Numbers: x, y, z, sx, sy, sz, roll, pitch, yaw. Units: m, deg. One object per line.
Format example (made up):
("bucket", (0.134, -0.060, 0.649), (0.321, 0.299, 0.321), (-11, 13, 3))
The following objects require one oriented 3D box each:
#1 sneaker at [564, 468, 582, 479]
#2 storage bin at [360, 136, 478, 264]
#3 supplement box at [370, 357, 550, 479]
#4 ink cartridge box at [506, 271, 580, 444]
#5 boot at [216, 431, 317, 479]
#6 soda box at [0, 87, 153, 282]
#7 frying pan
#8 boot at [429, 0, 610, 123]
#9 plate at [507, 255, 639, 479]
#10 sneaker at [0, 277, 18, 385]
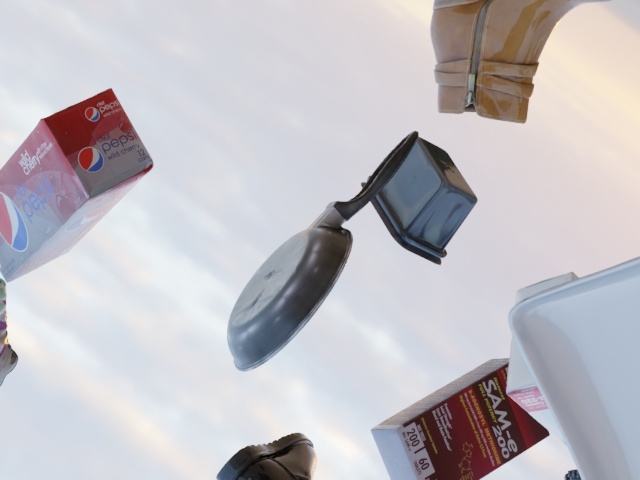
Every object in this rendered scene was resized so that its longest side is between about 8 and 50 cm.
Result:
("sneaker", (0.364, 0.305, 2.190), (0.092, 0.088, 0.225), (2, -173, -21))
("storage bin", (0.126, -0.050, 2.230), (0.098, 0.091, 0.135), (26, -156, -36))
("supplement box", (0.200, 0.272, 2.712), (0.073, 0.239, 0.130), (-10, 105, 57))
("ink cartridge box", (0.326, 0.165, 2.336), (0.218, 0.092, 0.158), (39, -134, -35))
("boot", (-0.015, 0.361, 2.552), (0.207, 0.094, 0.246), (45, -168, 16))
("soda box", (-0.259, -0.050, 1.877), (0.083, 0.263, 0.092), (-28, -94, -33))
("frying pan", (0.003, 0.009, 2.100), (0.053, 0.326, 0.197), (39, -174, -15))
("boot", (0.269, -0.263, 2.519), (0.283, 0.220, 0.109), (6, -173, 27))
("plate", (0.317, 0.106, 1.487), (0.045, 0.277, 0.278), (-91, -23, -64))
("sneaker", (-0.286, 0.087, 1.690), (0.038, 0.098, 0.069), (5, 158, 29))
